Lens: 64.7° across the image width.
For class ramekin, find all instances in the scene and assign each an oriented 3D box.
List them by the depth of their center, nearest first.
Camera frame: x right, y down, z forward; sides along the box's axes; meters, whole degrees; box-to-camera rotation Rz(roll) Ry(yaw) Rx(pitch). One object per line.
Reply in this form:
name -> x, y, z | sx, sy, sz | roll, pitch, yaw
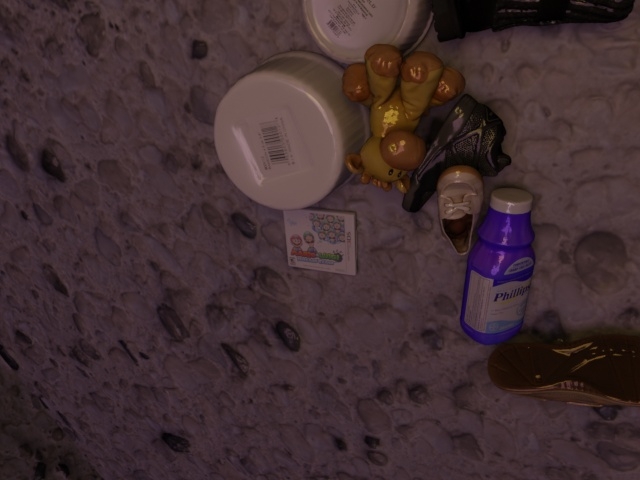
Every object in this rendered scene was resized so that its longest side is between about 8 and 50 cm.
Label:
ramekin -> 0.069, -0.368, 0.775 | 0.207, 0.109, 0.207 | 10, 121, 18
ramekin -> -0.056, -0.188, 0.913 | 0.278, 0.135, 0.277 | 10, 121, 18

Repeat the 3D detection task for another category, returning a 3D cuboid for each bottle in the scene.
bottle -> 0.318, 0.048, 0.895 | 0.092, 0.118, 0.282 | 41, 139, 51

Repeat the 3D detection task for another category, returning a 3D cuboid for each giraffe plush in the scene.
giraffe plush -> 0.110, -0.170, 0.784 | 0.182, 0.170, 0.210 | 11, 168, -6

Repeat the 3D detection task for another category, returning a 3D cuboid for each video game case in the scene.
video game case -> 0.000, 0.000, 1.065 | 0.157, 0.019, 0.143 | 7, 120, 20

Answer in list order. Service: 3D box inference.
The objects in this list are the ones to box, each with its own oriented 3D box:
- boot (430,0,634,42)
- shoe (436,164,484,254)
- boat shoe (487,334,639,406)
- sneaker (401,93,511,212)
boot -> 0.258, -0.427, 0.625 | 0.260, 0.131, 0.347 | 0, 136, 26
shoe -> 0.236, -0.046, 0.848 | 0.077, 0.058, 0.219 | -6, 150, 12
boat shoe -> 0.497, 0.246, 0.944 | 0.341, 0.121, 0.110 | -2, 153, 28
sneaker -> 0.232, -0.117, 0.857 | 0.130, 0.087, 0.227 | 35, 122, 7
